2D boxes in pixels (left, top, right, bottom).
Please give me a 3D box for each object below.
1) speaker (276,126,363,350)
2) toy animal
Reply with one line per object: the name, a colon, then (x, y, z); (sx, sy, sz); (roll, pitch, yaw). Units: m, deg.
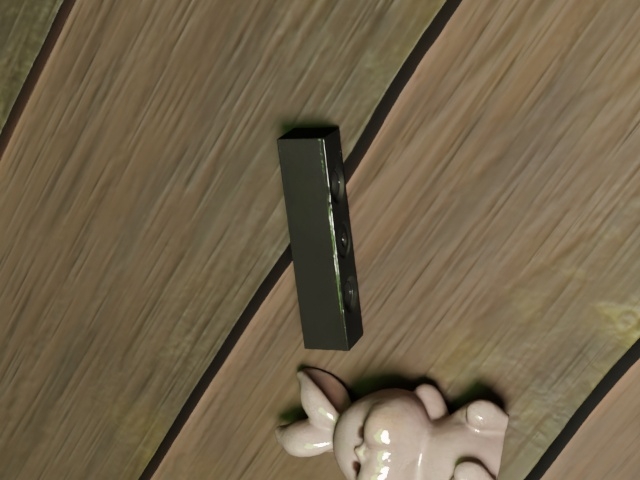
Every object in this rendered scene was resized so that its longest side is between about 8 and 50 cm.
speaker: (0.000, 0.000, 1.076); (0.046, 0.040, 0.191); (0, 110, 22)
toy animal: (0.053, 0.179, 1.081); (0.212, 0.124, 0.124); (9, 112, 14)
